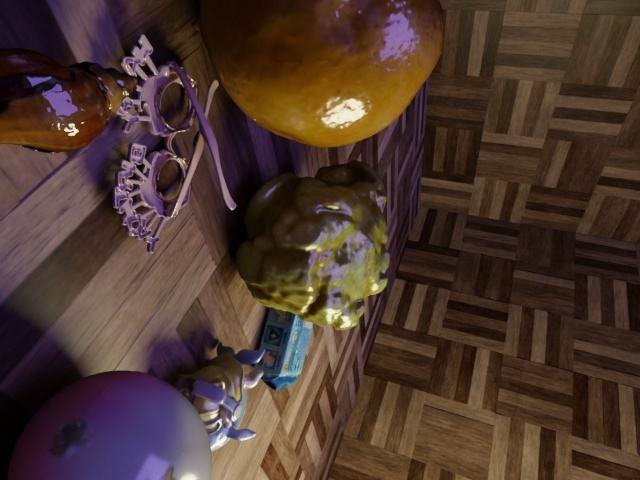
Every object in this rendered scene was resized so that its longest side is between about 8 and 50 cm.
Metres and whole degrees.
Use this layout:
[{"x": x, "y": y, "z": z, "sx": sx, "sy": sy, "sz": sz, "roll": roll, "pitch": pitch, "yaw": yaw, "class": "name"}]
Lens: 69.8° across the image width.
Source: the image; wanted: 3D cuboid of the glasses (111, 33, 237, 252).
[{"x": -0.181, "y": -0.109, "z": 0.567, "sx": 0.162, "sy": 0.095, "sz": 0.255, "roll": -22, "pitch": 119, "yaw": -63, "class": "glasses"}]

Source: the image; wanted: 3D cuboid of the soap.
[{"x": -0.073, "y": 0.200, "z": 1.097, "sx": 0.156, "sy": 0.077, "sz": 0.293, "roll": 42, "pitch": 60, "yaw": -68, "class": "soap"}]

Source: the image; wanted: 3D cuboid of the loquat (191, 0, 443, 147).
[{"x": 0.000, "y": -0.289, "z": 0.626, "sx": 0.328, "sy": 0.328, "sz": 0.328, "roll": 12, "pitch": 90, "yaw": -72, "class": "loquat"}]

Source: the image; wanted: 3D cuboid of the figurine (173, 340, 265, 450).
[{"x": -0.173, "y": 0.261, "z": 0.777, "sx": 0.184, "sy": 0.128, "sz": 0.208, "roll": 78, "pitch": 22, "yaw": -46, "class": "figurine"}]

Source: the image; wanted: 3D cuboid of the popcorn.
[{"x": 0.010, "y": 0.009, "z": 0.902, "sx": 0.292, "sy": 0.293, "sz": 0.334, "roll": -53, "pitch": 172, "yaw": 27, "class": "popcorn"}]

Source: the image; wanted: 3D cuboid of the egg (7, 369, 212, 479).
[{"x": -0.220, "y": 0.262, "z": 0.518, "sx": 0.196, "sy": 0.196, "sz": 0.271, "roll": -58, "pitch": 155, "yaw": -46, "class": "egg"}]

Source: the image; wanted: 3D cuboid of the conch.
[{"x": -0.246, "y": -0.116, "z": 0.388, "sx": 0.232, "sy": 0.080, "sz": 0.086, "roll": -31, "pitch": 123, "yaw": -64, "class": "conch"}]
